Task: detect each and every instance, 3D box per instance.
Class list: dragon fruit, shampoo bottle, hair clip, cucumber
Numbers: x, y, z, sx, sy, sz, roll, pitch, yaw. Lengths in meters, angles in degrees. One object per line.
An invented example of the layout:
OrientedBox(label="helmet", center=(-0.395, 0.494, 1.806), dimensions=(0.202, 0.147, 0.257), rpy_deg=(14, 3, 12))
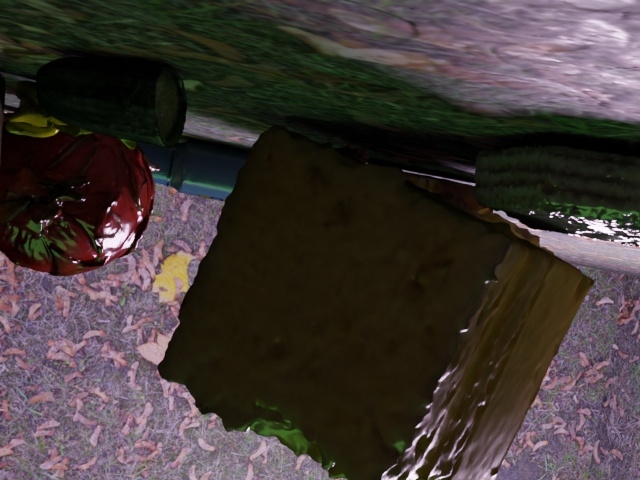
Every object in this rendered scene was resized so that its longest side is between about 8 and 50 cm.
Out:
OrientedBox(label="dragon fruit", center=(-0.245, -0.051, 0.940), dimensions=(0.172, 0.172, 0.209), rpy_deg=(11, -172, 11))
OrientedBox(label="shampoo bottle", center=(-0.096, -0.072, 1.115), dimensions=(0.258, 0.061, 0.104), rpy_deg=(11, 179, -7))
OrientedBox(label="hair clip", center=(-0.180, -0.095, 0.739), dimensions=(0.072, 0.046, 0.173), rpy_deg=(7, -176, -35))
OrientedBox(label="cucumber", center=(-0.131, -0.088, 0.593), dimensions=(0.105, 0.048, 0.048), rpy_deg=(13, -179, 21))

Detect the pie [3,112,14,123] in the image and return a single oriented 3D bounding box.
OrientedBox(label="pie", center=(-0.328, -0.132, 1.180), dimensions=(0.170, 0.034, 0.092), rpy_deg=(3, -176, -44))

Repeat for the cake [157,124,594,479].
OrientedBox(label="cake", center=(0.064, 0.067, 0.789), dimensions=(0.222, 0.227, 0.286), rpy_deg=(30, -173, 32))

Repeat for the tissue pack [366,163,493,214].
OrientedBox(label="tissue pack", center=(0.057, 0.043, 0.954), dimensions=(0.183, 0.226, 0.092), rpy_deg=(11, -177, 0))

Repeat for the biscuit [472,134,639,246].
OrientedBox(label="biscuit", center=(0.186, -0.026, 0.652), dimensions=(0.147, 0.046, 0.250), rpy_deg=(11, 180, 24))

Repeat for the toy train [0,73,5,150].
OrientedBox(label="toy train", center=(-0.339, -0.088, 0.686), dimensions=(0.159, 0.129, 0.326), rpy_deg=(5, 177, 20))
